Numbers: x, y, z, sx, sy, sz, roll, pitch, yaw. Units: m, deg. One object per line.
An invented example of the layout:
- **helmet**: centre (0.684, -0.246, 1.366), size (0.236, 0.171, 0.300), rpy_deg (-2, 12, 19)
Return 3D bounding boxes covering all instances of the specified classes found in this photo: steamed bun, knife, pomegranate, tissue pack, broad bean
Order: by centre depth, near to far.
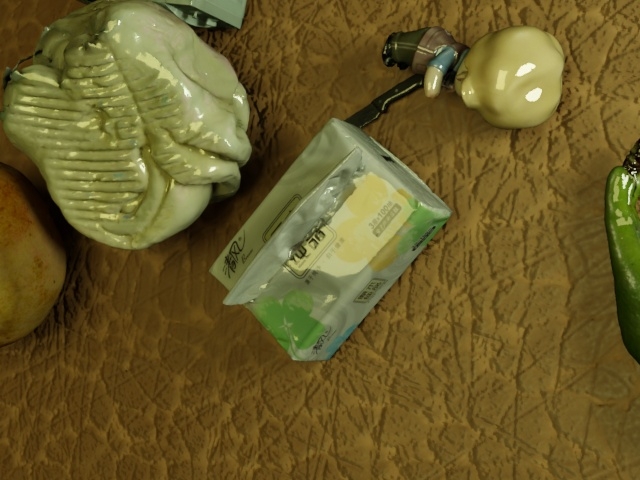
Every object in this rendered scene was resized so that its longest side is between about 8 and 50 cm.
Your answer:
- **broad bean**: centre (0.325, 0.050, 0.932), size (0.098, 0.056, 0.317), rpy_deg (-11, 83, 61)
- **tissue pack**: centre (0.000, 0.000, 1.054), size (0.159, 0.145, 0.229), rpy_deg (45, 106, 20)
- **knife**: centre (0.052, -0.144, 1.113), size (0.170, 0.010, 0.023), rpy_deg (-30, 68, 22)
- **steamed bun**: centre (-0.209, -0.149, 1.145), size (0.268, 0.207, 0.280), rpy_deg (-37, 99, 33)
- **pomegranate**: centre (-0.444, 0.008, 1.228), size (0.229, 0.270, 0.252), rpy_deg (-24, 111, 18)

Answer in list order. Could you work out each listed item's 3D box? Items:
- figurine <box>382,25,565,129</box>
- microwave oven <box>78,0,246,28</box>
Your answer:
- **figurine**: centre (0.157, -0.177, 1.009), size (0.196, 0.114, 0.108), rpy_deg (14, 93, 30)
- **microwave oven**: centre (-0.196, -0.351, 1.183), size (0.208, 0.122, 0.162), rpy_deg (12, 92, 25)
